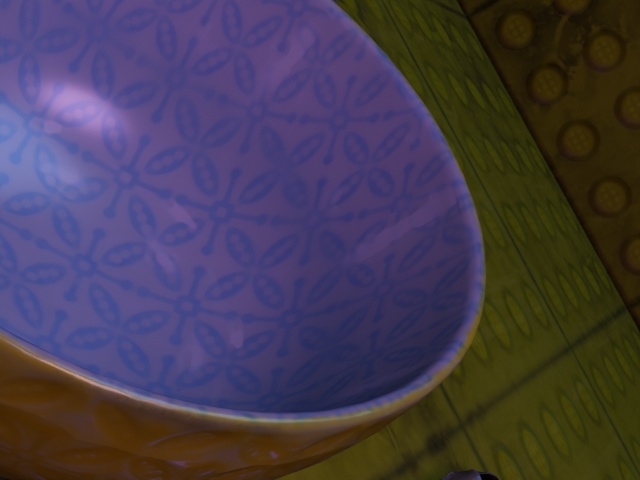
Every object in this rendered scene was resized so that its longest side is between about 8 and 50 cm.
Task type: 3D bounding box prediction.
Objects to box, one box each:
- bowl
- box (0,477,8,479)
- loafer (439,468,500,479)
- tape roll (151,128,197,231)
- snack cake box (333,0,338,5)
[{"bbox_3d":[-0.097,-0.005,0.506,0.289,0.156,0.289,24,37,-20],"label":"bowl"},{"bbox_3d":[-0.147,0.092,0.625,0.324,0.063,0.067,23,41,-60],"label":"box"},{"bbox_3d":[0.119,0.224,1.129,0.056,0.050,0.148,62,19,5],"label":"loafer"},{"bbox_3d":[-0.060,-0.008,0.717,0.219,0.072,0.219,-16,90,-73],"label":"tape roll"},{"bbox_3d":[-0.020,-0.196,1.298,0.264,0.089,0.152,67,10,13],"label":"snack cake box"}]
